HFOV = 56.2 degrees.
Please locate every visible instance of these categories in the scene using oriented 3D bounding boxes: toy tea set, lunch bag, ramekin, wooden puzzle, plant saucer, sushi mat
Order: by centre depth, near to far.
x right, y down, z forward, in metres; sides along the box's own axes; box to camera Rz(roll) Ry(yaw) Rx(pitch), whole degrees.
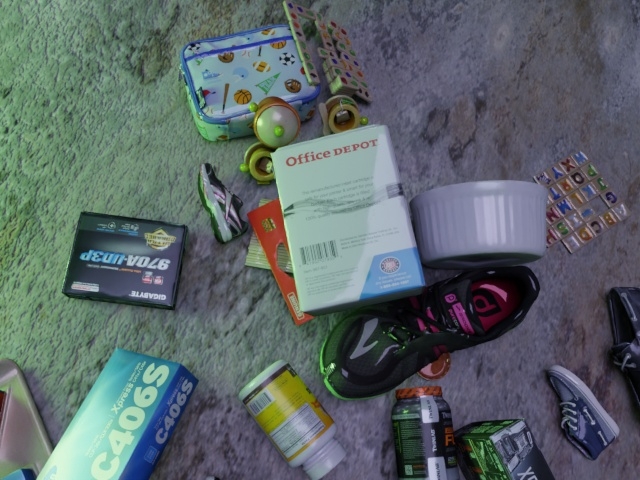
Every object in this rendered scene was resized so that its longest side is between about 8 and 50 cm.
[{"bbox_3d":[-0.642,0.428,1.053,0.322,0.080,0.348,-27,78,-15],"label":"wooden puzzle"},{"bbox_3d":[0.324,-0.022,1.221,0.277,0.277,0.135,-1,79,-7],"label":"ramekin"},{"bbox_3d":[0.231,0.251,1.251,0.083,0.013,0.084,2,71,-7],"label":"plant saucer"},{"bbox_3d":[0.004,0.003,1.257,0.316,0.019,0.152,9,80,9],"label":"sushi mat"},{"bbox_3d":[-0.002,-0.203,1.270,0.335,0.200,0.124,-4,30,-11],"label":"toy tea set"},{"bbox_3d":[-0.166,-0.364,1.352,0.303,0.115,0.243,-14,72,-12],"label":"lunch bag"}]

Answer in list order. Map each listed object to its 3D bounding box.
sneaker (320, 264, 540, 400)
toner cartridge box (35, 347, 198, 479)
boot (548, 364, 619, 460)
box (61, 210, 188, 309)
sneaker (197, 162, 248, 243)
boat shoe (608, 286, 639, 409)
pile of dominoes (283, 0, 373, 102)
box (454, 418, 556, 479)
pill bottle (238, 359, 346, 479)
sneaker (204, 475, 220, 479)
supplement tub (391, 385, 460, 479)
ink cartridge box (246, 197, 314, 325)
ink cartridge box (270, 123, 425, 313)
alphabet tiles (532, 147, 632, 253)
[{"bbox_3d":[0.214,0.152,1.168,0.482,0.202,0.185,-23,71,-16],"label":"sneaker"},{"bbox_3d":[-0.367,0.366,1.037,0.165,0.075,0.348,5,54,28],"label":"toner cartridge box"},{"bbox_3d":[0.520,0.351,1.224,0.086,0.069,0.190,-38,82,-19],"label":"boot"},{"bbox_3d":[-0.393,0.041,1.223,0.220,0.051,0.175,8,71,-5],"label":"box"},{"bbox_3d":[-0.209,-0.083,1.287,0.077,0.072,0.178,-17,83,-24],"label":"sneaker"},{"bbox_3d":[0.665,0.240,1.259,0.102,0.108,0.302,6,69,-5],"label":"boat shoe"},{"bbox_3d":[0.030,-0.441,1.379,0.195,0.040,0.251,2,63,-41],"label":"pile of dominoes"},{"bbox_3d":[0.358,0.481,1.073,0.076,0.242,0.308,-22,75,-13],"label":"box"},{"bbox_3d":[-0.049,0.341,1.133,0.117,0.117,0.215,-37,80,-16],"label":"pill bottle"},{"bbox_3d":[-0.151,0.536,1.085,0.121,0.079,0.217,-2,81,-11],"label":"sneaker"},{"bbox_3d":[0.199,0.381,1.151,0.116,0.117,0.191,-2,73,-8],"label":"supplement tub"},{"bbox_3d":[0.000,0.000,1.218,0.238,0.060,0.275,-26,76,1],"label":"ink cartridge box"},{"bbox_3d":[0.052,-0.033,1.120,0.223,0.129,0.308,-13,77,6],"label":"ink cartridge box"},{"bbox_3d":[0.586,-0.087,1.406,0.237,0.009,0.198,-29,78,-15],"label":"alphabet tiles"}]
